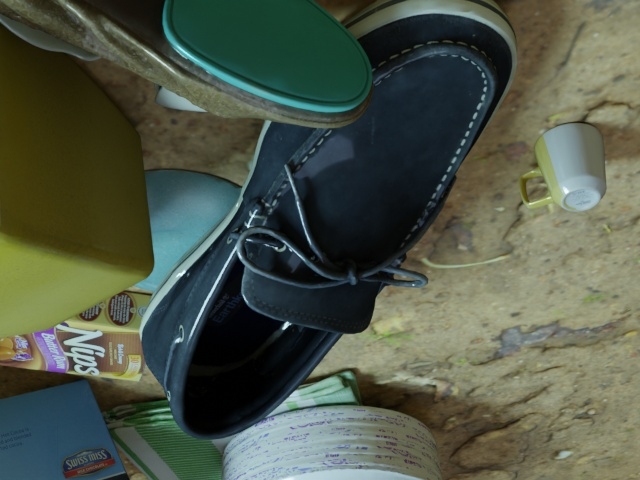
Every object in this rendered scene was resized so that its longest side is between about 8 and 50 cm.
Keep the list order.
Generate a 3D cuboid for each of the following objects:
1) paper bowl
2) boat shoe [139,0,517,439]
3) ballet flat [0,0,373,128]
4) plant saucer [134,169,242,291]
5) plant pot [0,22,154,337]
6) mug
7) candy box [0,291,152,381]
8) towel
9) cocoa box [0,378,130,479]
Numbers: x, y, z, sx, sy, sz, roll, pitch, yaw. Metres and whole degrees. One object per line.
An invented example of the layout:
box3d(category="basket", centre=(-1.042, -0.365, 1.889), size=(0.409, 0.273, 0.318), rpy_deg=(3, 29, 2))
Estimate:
box3d(category="paper bowl", centre=(0.016, 0.334, 1.337), size=(0.284, 0.148, 0.284), rpy_deg=(-2, 144, -2))
box3d(category="boat shoe", centre=(0.000, 0.000, 0.903), size=(0.187, 0.156, 0.500), rpy_deg=(19, 128, -30))
box3d(category="ballet flat", centre=(-0.131, -0.156, 0.748), size=(0.342, 0.116, 0.124), rpy_deg=(20, 151, -20))
box3d(category="plant saucer", centre=(-0.143, 0.007, 1.029), size=(0.195, 0.037, 0.195), rpy_deg=(-1, 144, -1))
box3d(category="plant pot", centre=(-0.255, -0.032, 0.847), size=(0.212, 0.212, 0.187), rpy_deg=(-26, 151, 28))
box3d(category="mug", centre=(0.224, -0.056, 0.942), size=(0.062, 0.064, 0.078), rpy_deg=(11, 142, -18))
box3d(category="candy box", centre=(-0.274, 0.095, 1.127), size=(0.187, 0.053, 0.109), rpy_deg=(8, 141, -16))
box3d(category="towel", centre=(-0.093, 0.257, 1.372), size=(0.325, 0.038, 0.248), rpy_deg=(-11, 144, 8))
box3d(category="cocoa box", centre=(-0.413, 0.331, 1.186), size=(0.347, 0.228, 0.231), rpy_deg=(-9, 156, -45))
